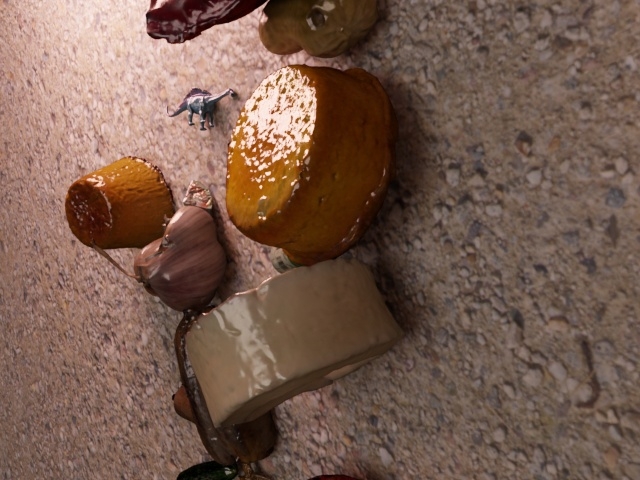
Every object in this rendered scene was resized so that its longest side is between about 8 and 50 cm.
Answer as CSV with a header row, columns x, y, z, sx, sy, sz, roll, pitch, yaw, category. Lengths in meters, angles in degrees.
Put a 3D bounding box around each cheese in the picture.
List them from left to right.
x,y,z,sx,sy,sz,roll,pitch,yaw,category
-0.048,0.164,1.040,0.332,0.292,0.153,-43,67,52,cheese

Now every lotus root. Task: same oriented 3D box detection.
x,y,z,sx,sy,sz,roll,pitch,yaw,category
-0.189,0.282,1.270,0.167,0.078,0.329,-19,96,8,lotus root

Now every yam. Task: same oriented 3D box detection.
x,y,z,sx,sy,sz,roll,pitch,yaw,category
-0.239,0.347,1.390,0.127,0.084,0.084,8,102,41,yam

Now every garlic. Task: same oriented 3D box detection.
x,y,z,sx,sy,sz,roll,pitch,yaw,category
-0.313,0.023,1.324,0.207,0.256,0.207,-165,90,-76,garlic

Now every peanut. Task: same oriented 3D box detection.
x,y,z,sx,sy,sz,roll,pitch,yaw,category
-0.014,-0.341,1.042,0.236,0.110,0.120,1,120,46,peanut

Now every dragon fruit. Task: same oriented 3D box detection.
x,y,z,sx,sy,sz,roll,pitch,yaw,category
-0.175,-0.458,1.047,0.240,0.302,0.330,36,97,-11,dragon fruit

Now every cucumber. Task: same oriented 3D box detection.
x,y,z,sx,sy,sz,roll,pitch,yaw,category
-0.242,0.502,1.433,0.214,0.052,0.058,-32,65,42,cucumber

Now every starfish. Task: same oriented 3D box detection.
x,y,z,sx,sy,sz,roll,pitch,yaw,category
-0.139,0.470,1.338,0.133,0.041,0.130,-27,77,43,starfish

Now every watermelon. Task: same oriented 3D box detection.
x,y,z,sx,sy,sz,roll,pitch,yaw,category
-0.258,-0.072,1.351,0.085,0.061,0.085,-1,89,37,watermelon

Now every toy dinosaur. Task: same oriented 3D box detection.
x,y,z,sx,sy,sz,roll,pitch,yaw,category
-0.237,-0.260,1.316,0.197,0.045,0.080,-4,81,37,toy dinosaur

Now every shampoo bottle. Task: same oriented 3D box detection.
x,y,z,sx,sy,sz,roll,pitch,yaw,category
0.000,0.000,1.115,0.204,0.065,0.065,-24,80,43,shampoo bottle

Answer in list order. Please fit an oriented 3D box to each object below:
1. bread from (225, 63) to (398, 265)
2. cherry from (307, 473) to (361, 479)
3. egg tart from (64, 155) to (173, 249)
x,y,z,sx,sy,sz,roll,pitch,yaw,category
-0.018,-0.118,1.004,0.312,0.172,0.312,-22,61,48,bread
0.013,0.496,1.101,0.175,0.192,0.250,-99,24,-52,cherry
-0.433,-0.070,1.447,0.215,0.171,0.215,8,108,27,egg tart
